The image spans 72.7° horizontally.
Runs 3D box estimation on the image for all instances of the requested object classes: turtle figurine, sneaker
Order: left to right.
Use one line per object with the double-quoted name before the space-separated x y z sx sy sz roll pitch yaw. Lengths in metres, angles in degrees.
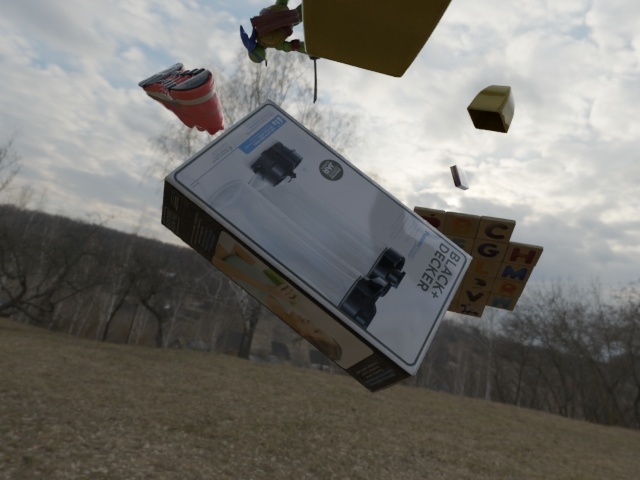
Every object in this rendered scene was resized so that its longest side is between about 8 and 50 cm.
"sneaker" -0.313 -0.312 0.992 0.314 0.116 0.136 34 -26 47
"turtle figurine" -0.077 -0.569 1.158 0.275 0.266 0.198 22 20 -47

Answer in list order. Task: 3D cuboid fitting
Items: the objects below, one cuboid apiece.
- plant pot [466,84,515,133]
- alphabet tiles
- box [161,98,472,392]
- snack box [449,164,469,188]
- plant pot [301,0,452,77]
"plant pot" 0.399 -0.307 0.993 0.082 0.083 0.081 25 -9 41
"alphabet tiles" 0.266 0.058 0.882 0.285 0.011 0.342 11 -35 16
"box" 0.000 0.000 0.466 0.290 0.169 0.087 40 -35 2
"snack box" 0.433 -0.192 1.347 0.022 0.064 0.178 -16 -5 26
"plant pot" 0.074 -0.354 0.613 0.212 0.212 0.187 12 -55 -4
